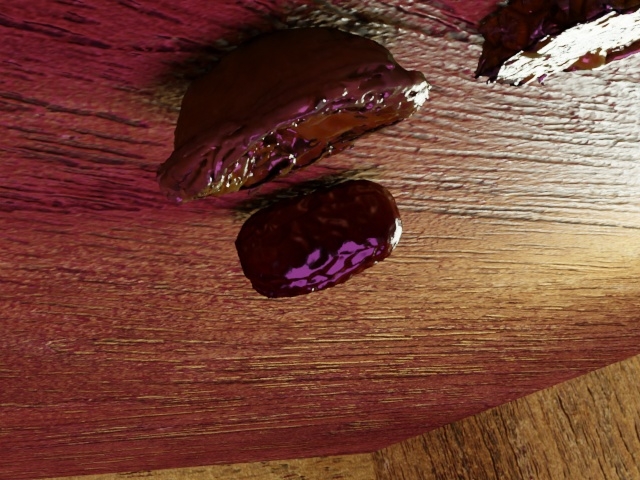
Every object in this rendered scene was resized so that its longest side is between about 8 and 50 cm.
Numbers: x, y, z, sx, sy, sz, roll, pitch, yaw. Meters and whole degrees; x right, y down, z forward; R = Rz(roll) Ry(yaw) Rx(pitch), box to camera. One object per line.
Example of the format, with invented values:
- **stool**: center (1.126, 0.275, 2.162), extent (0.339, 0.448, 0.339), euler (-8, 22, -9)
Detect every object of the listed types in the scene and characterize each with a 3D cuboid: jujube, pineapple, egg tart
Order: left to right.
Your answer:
- **egg tart**: center (-0.031, -0.107, 1.371), extent (0.231, 0.098, 0.252), euler (-16, 170, -21)
- **jujube**: center (0.000, 0.000, 1.755), extent (0.176, 0.109, 0.112), euler (-19, -161, 5)
- **pineapple**: center (0.233, -0.186, 1.430), extent (0.221, 0.047, 0.221), euler (-15, 171, -2)
